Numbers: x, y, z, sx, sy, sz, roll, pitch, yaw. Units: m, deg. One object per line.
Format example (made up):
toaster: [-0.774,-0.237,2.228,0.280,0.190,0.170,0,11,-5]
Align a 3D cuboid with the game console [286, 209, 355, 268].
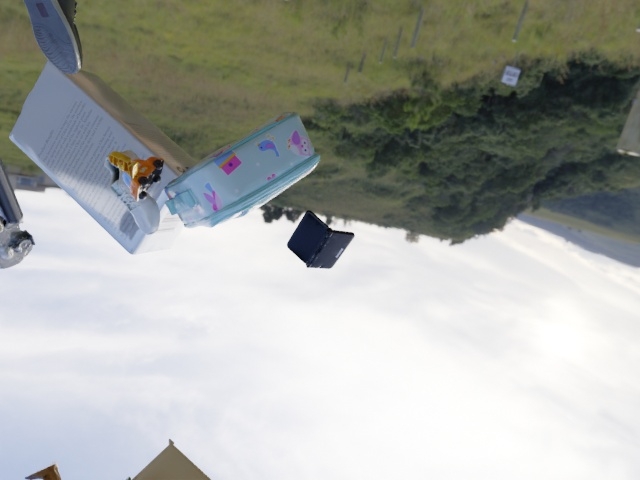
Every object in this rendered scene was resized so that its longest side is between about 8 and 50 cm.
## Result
game console: [0.000,0.000,1.156,0.107,0.122,0.071,6,-136,-33]

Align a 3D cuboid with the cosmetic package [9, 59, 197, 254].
cosmetic package: [-0.505,-0.199,1.226,0.453,0.230,0.161,41,-164,11]

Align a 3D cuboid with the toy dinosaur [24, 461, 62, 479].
toy dinosaur: [-0.227,0.252,0.423,0.211,0.112,0.064,-27,173,26]

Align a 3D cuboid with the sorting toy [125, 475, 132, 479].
sorting toy: [-0.490,0.655,1.283,0.042,0.061,0.102,32,-164,-17]

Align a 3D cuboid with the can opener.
can opener: [-0.604,-0.059,0.926,0.095,0.284,0.076,31,-131,17]

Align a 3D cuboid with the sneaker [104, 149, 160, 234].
sneaker: [-0.325,-0.078,0.861,0.053,0.152,0.061,-21,-177,26]

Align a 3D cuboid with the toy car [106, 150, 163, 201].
toy car: [-0.210,-0.090,0.576,0.040,0.060,0.122,30,161,-4]

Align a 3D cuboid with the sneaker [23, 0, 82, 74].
sneaker: [-0.480,-0.436,0.947,0.083,0.222,0.118,6,-140,15]

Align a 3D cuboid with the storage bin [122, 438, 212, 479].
storage bin: [-0.251,0.567,0.991,0.262,0.260,0.123,33,-135,18]

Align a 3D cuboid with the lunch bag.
lunch bag: [-0.143,-0.104,0.850,0.224,0.108,0.279,-37,-166,-22]
